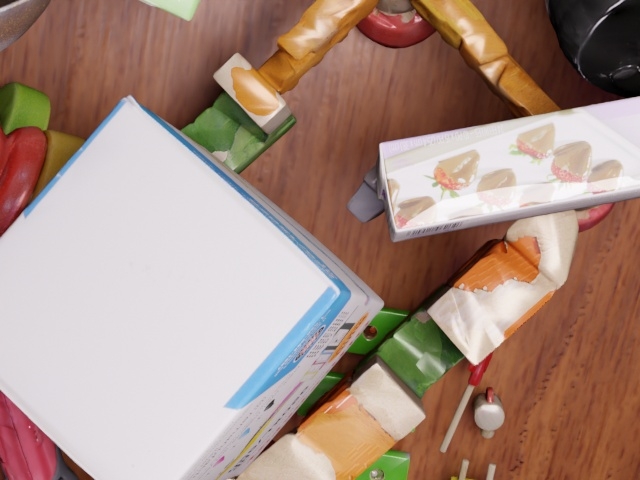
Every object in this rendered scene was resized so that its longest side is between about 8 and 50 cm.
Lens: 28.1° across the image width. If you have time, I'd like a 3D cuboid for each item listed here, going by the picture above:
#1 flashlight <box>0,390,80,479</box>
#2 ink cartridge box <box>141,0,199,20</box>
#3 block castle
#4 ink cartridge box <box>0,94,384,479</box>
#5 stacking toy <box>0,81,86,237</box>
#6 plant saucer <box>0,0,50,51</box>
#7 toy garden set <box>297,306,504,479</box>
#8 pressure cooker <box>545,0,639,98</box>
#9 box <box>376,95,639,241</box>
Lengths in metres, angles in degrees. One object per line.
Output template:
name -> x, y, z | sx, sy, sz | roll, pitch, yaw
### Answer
flashlight -> -0.259, 0.178, 1.111 | 0.103, 0.103, 0.304 | 2, 117, 31
ink cartridge box -> -0.073, -0.352, 0.915 | 0.119, 0.207, 0.353 | 23, 104, -14
block castle -> 0.000, 0.000, 1.024 | 0.453, 0.213, 0.303 | -43, 86, 1
ink cartridge box -> -0.084, 0.045, 0.801 | 0.168, 0.233, 0.171 | 41, 92, 10
stacking toy -> -0.315, -0.007, 0.950 | 0.130, 0.279, 0.309 | 30, 105, -28
plant saucer -> -0.332, -0.162, 0.895 | 0.311, 0.310, 0.050 | -4, 116, -6
toy garden set -> 0.079, 0.179, 1.180 | 0.204, 0.049, 0.244 | 8, 105, 1
pressure cooker -> 0.313, -0.337, 0.856 | 0.370, 0.376, 0.420 | 5, 72, -44
box -> 0.200, -0.059, 0.875 | 0.324, 0.067, 0.063 | -10, 84, 0
